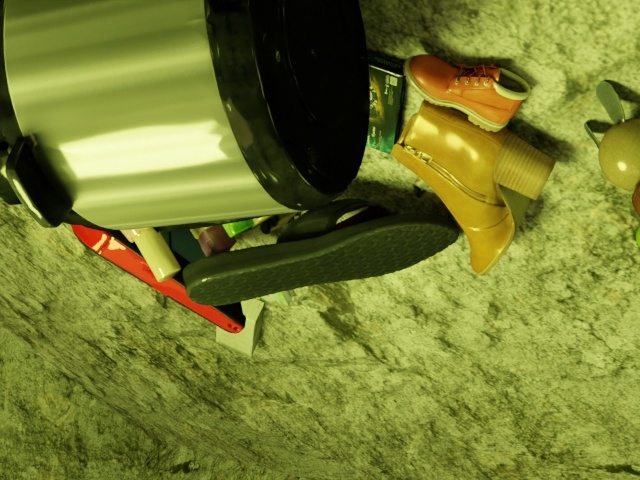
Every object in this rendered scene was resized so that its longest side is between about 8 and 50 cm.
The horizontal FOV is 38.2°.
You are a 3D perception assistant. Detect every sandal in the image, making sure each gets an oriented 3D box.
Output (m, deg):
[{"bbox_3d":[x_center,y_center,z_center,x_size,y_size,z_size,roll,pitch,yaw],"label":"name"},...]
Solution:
[{"bbox_3d":[-0.001,-0.001,1.468,0.445,0.107,0.167,-11,156,-5],"label":"sandal"}]

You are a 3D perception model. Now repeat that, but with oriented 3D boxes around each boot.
[{"bbox_3d":[0.196,-0.079,1.324,0.211,0.104,0.295,27,149,9],"label":"boot"},{"bbox_3d":[0.183,-0.201,1.151,0.158,0.059,0.084,23,152,-13],"label":"boot"}]

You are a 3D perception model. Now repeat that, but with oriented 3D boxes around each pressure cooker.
[{"bbox_3d":[-0.186,-0.199,1.062,0.420,0.376,0.370,-5,179,21],"label":"pressure cooker"}]

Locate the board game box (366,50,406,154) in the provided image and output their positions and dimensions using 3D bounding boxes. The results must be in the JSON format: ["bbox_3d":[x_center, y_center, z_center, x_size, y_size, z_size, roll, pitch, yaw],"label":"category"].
[{"bbox_3d":[0.054,-0.199,1.294,0.126,0.026,0.186,21,154,11],"label":"board game box"}]

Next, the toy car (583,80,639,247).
[{"bbox_3d":[0.393,-0.105,1.100,0.188,0.149,0.155,47,159,25],"label":"toy car"}]

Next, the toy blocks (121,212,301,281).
[{"bbox_3d":[-0.166,-0.139,1.446,0.260,0.309,0.288,58,141,8],"label":"toy blocks"}]

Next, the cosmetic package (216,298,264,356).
[{"bbox_3d":[-0.192,0.195,2.190,0.099,0.060,0.239,22,153,4],"label":"cosmetic package"}]

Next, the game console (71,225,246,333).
[{"bbox_3d":[-0.284,-0.015,1.653,0.342,0.060,0.386,33,-165,-22],"label":"game console"}]

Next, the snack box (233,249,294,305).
[{"bbox_3d":[-0.124,0.079,1.946,0.100,0.037,0.141,10,150,26],"label":"snack box"}]
